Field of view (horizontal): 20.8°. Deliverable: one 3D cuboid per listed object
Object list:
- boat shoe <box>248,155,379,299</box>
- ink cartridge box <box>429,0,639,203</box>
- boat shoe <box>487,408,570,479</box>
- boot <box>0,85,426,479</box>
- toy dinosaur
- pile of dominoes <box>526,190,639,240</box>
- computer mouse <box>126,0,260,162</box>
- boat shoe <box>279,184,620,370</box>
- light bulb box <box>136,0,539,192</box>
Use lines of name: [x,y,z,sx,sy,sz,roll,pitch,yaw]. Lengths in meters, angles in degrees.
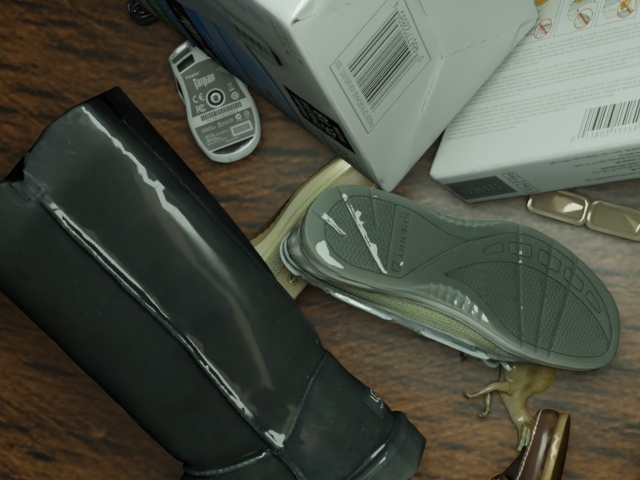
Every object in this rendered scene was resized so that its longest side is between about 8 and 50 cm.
boat shoe: [0.000,0.000,1.664,0.302,0.109,0.098,-43,89,9]
ink cartridge box: [0.239,-0.161,1.570,0.060,0.275,0.239,35,65,-31]
boat shoe: [0.182,0.253,1.637,0.073,0.073,0.207,15,100,18]
boot: [-0.181,0.136,1.594,0.367,0.146,0.445,-41,101,6]
toy dinosaur: [0.184,0.109,1.671,0.092,0.053,0.183,7,96,-8]
pile of dominoes: [0.322,-0.093,1.672,0.251,0.040,0.196,16,89,-1]
computer mouse: [-0.113,-0.164,1.713,0.106,0.042,0.193,-19,80,1]
boat shoe: [0.121,0.042,1.590,0.320,0.103,0.118,17,68,-15]
light bulb box: [-0.038,-0.281,1.496,0.361,0.358,0.225,38,83,25]
